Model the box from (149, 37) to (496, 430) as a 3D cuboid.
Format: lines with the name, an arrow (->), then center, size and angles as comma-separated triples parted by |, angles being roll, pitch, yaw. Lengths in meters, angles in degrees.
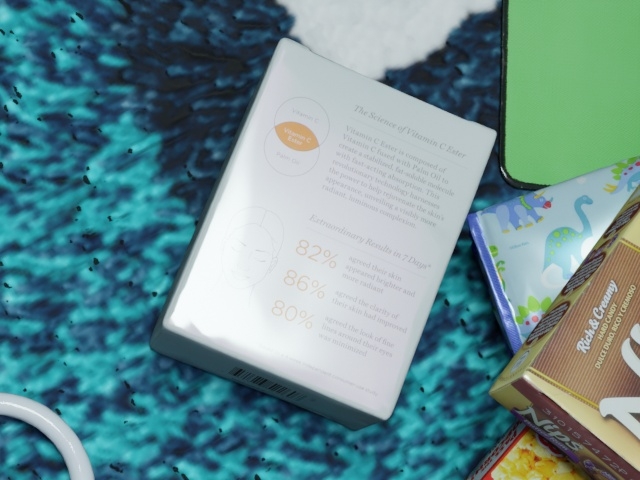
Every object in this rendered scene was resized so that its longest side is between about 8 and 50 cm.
box -> 0.000, 0.000, 0.961 | 0.130, 0.091, 0.170 | 24, 76, -5

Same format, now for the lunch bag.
lunch bag -> 0.163, 0.042, 0.972 | 0.129, 0.096, 0.151 | -20, 73, 3

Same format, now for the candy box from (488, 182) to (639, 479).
candy box -> 0.182, 0.037, 0.888 | 0.109, 0.053, 0.186 | 40, 67, -2

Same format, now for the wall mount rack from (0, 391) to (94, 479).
wall mount rack -> -0.256, 0.211, 0.850 | 0.350, 0.130, 0.304 | -21, 84, -14

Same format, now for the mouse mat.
mouse mat -> 0.199, -0.098, 1.065 | 0.190, 0.007, 0.152 | 5, 78, -9

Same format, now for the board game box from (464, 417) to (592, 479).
board game box -> 0.121, 0.189, 0.933 | 0.147, 0.045, 0.193 | 38, 102, -2
